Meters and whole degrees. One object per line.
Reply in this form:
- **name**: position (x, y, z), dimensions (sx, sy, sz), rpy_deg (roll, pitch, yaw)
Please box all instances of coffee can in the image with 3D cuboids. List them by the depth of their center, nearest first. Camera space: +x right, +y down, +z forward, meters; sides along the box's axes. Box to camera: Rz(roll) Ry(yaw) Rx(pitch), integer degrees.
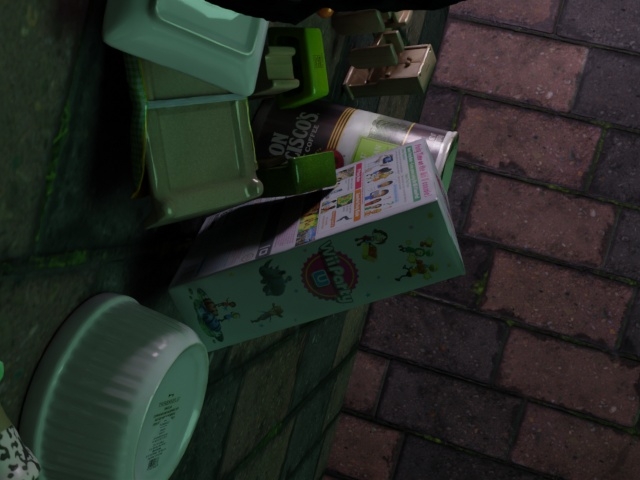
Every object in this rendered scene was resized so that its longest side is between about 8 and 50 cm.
- **coffee can**: position (0.045, -0.095, 1.149), dimensions (0.201, 0.276, 0.201), rpy_deg (15, 90, -78)

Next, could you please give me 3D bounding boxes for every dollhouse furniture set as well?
- **dollhouse furniture set**: position (-0.131, -0.130, 0.823), dimensions (0.302, 0.151, 0.197), rpy_deg (-19, 105, -55)
- **dollhouse furniture set**: position (0.099, -0.394, 1.459), dimensions (0.242, 0.161, 0.212), rpy_deg (60, 42, -43)

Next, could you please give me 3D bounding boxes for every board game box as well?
- **board game box**: position (0.000, 0.000, 0.907), dimensions (0.224, 0.304, 0.097), rpy_deg (-80, 149, -66)

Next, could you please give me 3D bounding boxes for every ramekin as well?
- **ramekin**: position (-0.197, 0.165, 0.790), dimensions (0.207, 0.109, 0.207), rpy_deg (16, 90, -79)

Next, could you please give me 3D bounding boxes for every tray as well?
- **tray**: position (-0.075, -0.264, 0.617), dimensions (0.145, 0.030, 0.270), rpy_deg (14, 88, -42)

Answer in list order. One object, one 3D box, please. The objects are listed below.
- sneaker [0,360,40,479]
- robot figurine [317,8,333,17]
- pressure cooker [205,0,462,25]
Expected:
- **sneaker**: position (-0.214, 0.059, 0.398), dimensions (0.158, 0.182, 0.410), rpy_deg (-47, 150, -65)
- **robot figurine**: position (0.047, -0.405, 1.128), dimensions (0.219, 0.128, 0.158), rpy_deg (-44, 137, -65)
- **pressure cooker**: position (0.000, -0.357, 0.325), dimensions (0.420, 0.376, 0.369), rpy_deg (68, 33, -62)
